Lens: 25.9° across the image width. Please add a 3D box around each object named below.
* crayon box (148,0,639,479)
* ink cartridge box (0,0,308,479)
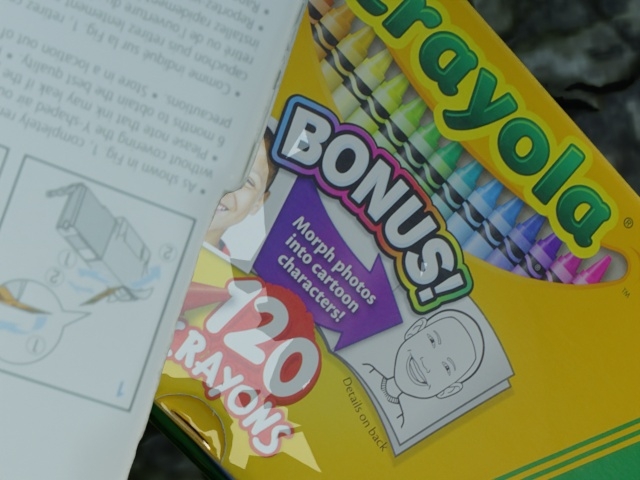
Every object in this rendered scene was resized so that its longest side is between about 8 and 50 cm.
[{"bbox_3d":[0.000,0.000,0.470,0.278,0.081,0.165,46,76,-14],"label":"crayon box"},{"bbox_3d":[-0.146,-0.062,0.337,0.275,0.060,0.239,21,84,-21],"label":"ink cartridge box"}]
